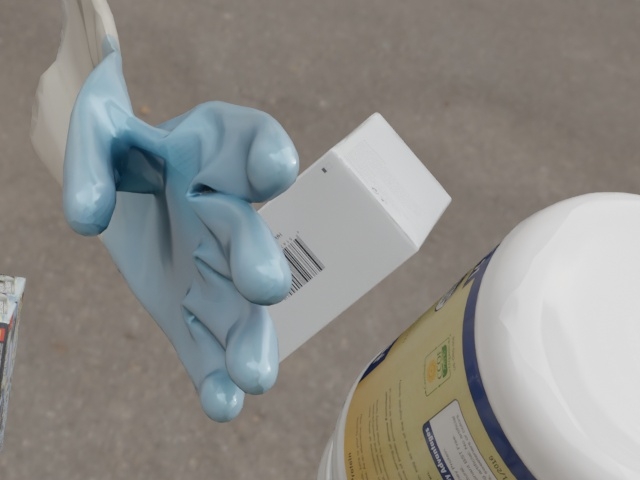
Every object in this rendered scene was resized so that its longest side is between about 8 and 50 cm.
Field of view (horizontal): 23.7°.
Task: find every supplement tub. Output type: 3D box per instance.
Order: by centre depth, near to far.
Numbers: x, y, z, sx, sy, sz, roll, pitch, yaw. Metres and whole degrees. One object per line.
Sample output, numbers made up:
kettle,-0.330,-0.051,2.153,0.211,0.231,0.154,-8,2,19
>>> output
supplement tub,0.144,0.132,1.010,0.228,0.316,0.228,12,59,-20

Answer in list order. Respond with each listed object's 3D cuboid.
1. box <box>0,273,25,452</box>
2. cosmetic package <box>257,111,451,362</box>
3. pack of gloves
box,-0.229,0.102,1.049,0.027,0.137,0.094,9,16,-7
cosmetic package,0.000,0.000,1.610,0.138,0.224,0.224,49,20,-3
pack of gloves,-0.056,-0.075,0.392,0.046,0.195,0.232,-3,22,-23
